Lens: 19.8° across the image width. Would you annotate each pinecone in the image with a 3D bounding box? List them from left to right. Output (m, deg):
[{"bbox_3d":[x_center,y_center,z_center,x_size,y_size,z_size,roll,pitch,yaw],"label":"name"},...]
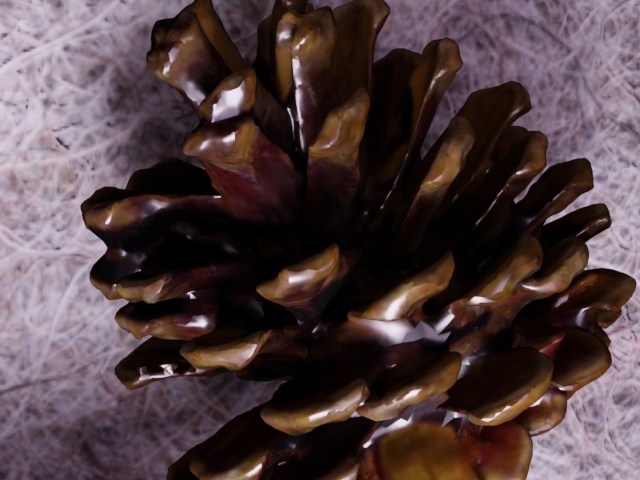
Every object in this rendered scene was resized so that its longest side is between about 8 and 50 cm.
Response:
[{"bbox_3d":[0.000,0.000,1.198,0.384,0.384,0.384,-9,111,-23],"label":"pinecone"}]
